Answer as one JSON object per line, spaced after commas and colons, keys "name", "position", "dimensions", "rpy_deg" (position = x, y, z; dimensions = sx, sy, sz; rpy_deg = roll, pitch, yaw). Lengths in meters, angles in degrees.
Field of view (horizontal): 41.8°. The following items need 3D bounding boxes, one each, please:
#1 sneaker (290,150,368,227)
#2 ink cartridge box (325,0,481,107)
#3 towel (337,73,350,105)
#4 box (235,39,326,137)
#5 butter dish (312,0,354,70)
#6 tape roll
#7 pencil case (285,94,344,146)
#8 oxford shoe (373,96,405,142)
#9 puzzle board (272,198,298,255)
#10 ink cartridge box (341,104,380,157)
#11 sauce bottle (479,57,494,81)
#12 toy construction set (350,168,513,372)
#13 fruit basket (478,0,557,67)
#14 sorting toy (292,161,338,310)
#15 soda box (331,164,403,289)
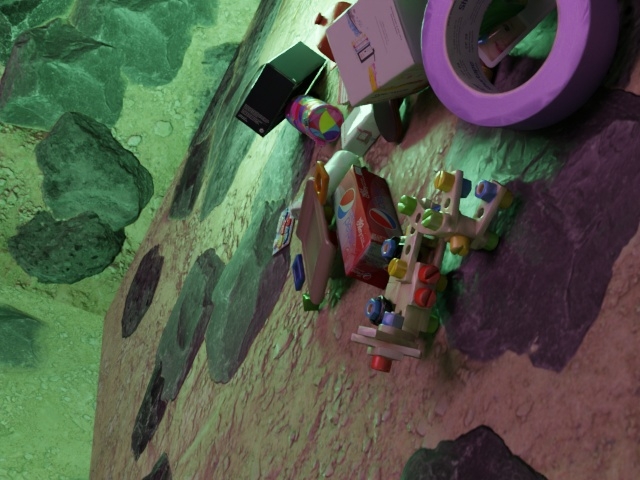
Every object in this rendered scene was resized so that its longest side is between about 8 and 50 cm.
{"name": "sneaker", "position": [0.023, -0.107, 1.835], "dimensions": [0.151, 0.094, 0.256], "rpy_deg": [-52, 2, -20]}
{"name": "ink cartridge box", "position": [0.153, -0.375, 1.569], "dimensions": [0.232, 0.171, 0.168], "rpy_deg": [-23, 84, 61]}
{"name": "towel", "position": [0.096, -0.397, 1.958], "dimensions": [0.197, 0.029, 0.144], "rpy_deg": [180, 94, -65]}
{"name": "box", "position": [-0.103, -0.413, 2.262], "dimensions": [0.184, 0.103, 0.261], "rpy_deg": [-51, 1, 31]}
{"name": "butter dish", "position": [0.035, -0.552, 2.174], "dimensions": [0.160, 0.118, 0.160], "rpy_deg": [-38, 37, 51]}
{"name": "tape roll", "position": [0.279, -0.298, 1.203], "dimensions": [0.274, 0.090, 0.275], "rpy_deg": [2, 93, 43]}
{"name": "pencil case", "position": [-0.018, -0.304, 2.090], "dimensions": [0.104, 0.104, 0.236], "rpy_deg": [-64, 20, 9]}
{"name": "oxford shoe", "position": [0.148, -0.296, 1.729], "dimensions": [0.076, 0.076, 0.212], "rpy_deg": [129, 138, -55]}
{"name": "puzzle board", "position": [-0.091, -0.033, 2.115], "dimensions": [0.096, 0.011, 0.128], "rpy_deg": [-35, 38, 54]}
{"name": "ink cartridge box", "position": [0.098, -0.255, 1.824], "dimensions": [0.122, 0.052, 0.089], "rpy_deg": [-49, 28, 38]}
{"name": "sauce bottle", "position": [0.277, -0.289, 1.444], "dimensions": [0.042, 0.042, 0.128], "rpy_deg": [-11, 57, 65]}
{"name": "toy construction set", "position": [0.157, 0.057, 1.271], "dimensions": [0.328, 0.151, 0.215], "rpy_deg": [-61, 20, -14]}
{"name": "fruit basket", "position": [0.289, -0.507, 1.317], "dimensions": [0.327, 0.165, 0.353], "rpy_deg": [57, 134, 12]}
{"name": "sorting toy", "position": [0.000, 0.000, 1.679], "dimensions": [0.348, 0.047, 0.196], "rpy_deg": [104, 158, -46]}
{"name": "soda box", "position": [0.088, -0.030, 1.584], "dimensions": [0.092, 0.083, 0.263], "rpy_deg": [-56, 24, 28]}
